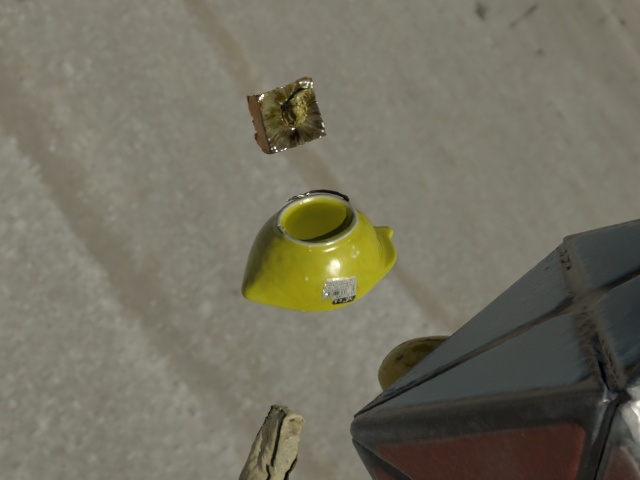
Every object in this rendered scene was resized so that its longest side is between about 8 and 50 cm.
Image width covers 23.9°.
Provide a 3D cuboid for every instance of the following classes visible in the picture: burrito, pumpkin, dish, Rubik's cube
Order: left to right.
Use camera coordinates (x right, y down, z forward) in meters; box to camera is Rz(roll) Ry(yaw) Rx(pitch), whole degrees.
[{"bbox_3d":[-0.064,0.275,1.698,0.058,0.188,0.045,9,-18,42],"label":"burrito"},{"bbox_3d":[-0.037,-0.143,1.739,0.054,0.083,0.074,-1,-72,63],"label":"pumpkin"},{"bbox_3d":[0.000,0.000,1.701,0.149,0.208,0.080,41,-36,36],"label":"dish"},{"bbox_3d":[0.216,0.138,0.930,0.260,0.259,0.255,-35,102,-37],"label":"Rubik's cube"}]

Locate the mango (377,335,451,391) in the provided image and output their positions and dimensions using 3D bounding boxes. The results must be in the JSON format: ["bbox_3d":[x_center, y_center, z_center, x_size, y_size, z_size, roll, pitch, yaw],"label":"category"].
[{"bbox_3d":[0.121,0.130,1.204,0.161,0.103,0.076,29,-27,17],"label":"mango"}]
